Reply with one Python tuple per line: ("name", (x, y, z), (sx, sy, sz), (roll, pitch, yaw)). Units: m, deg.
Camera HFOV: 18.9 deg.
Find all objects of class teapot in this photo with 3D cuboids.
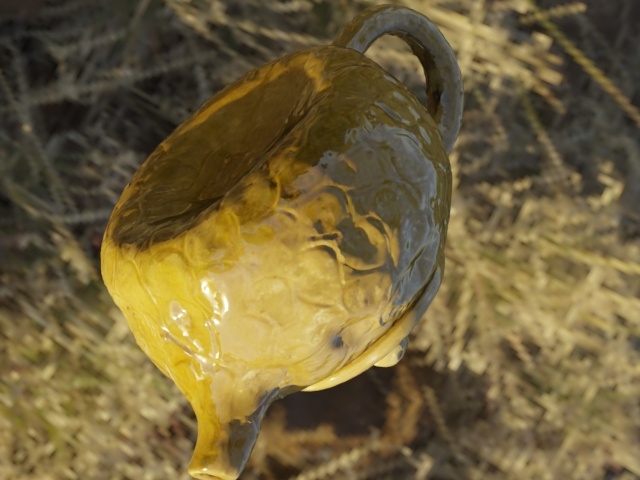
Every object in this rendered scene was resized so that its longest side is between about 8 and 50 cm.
("teapot", (0.000, 0.000, 1.072), (0.167, 0.203, 0.311), (49, 56, -24))
